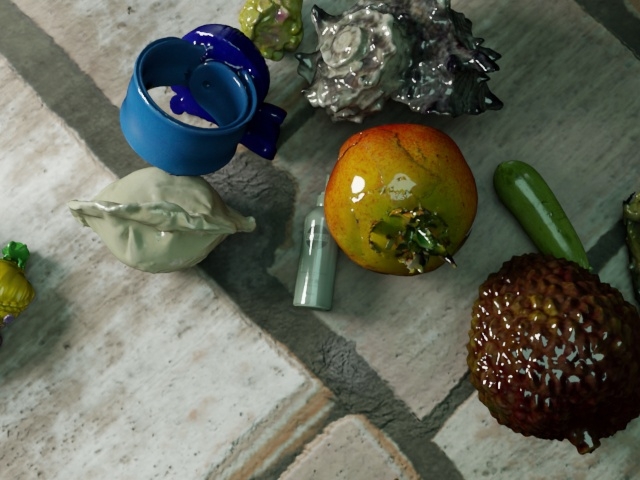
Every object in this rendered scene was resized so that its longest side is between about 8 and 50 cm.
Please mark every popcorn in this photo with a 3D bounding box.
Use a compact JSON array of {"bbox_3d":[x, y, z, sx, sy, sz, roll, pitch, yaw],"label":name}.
[{"bbox_3d":[-0.073,-0.323,1.258,0.097,0.109,0.089,-5,43,-34],"label":"popcorn"}]

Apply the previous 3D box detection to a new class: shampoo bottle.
[{"bbox_3d":[0.000,0.000,1.221,0.056,0.056,0.195,6,80,2],"label":"shampoo bottle"}]

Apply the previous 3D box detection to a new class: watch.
[{"bbox_3d":[-0.161,-0.178,1.164,0.196,0.171,0.200,30,47,8],"label":"watch"}]

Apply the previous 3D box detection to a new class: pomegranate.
[{"bbox_3d":[0.108,-0.050,1.142,0.210,0.235,0.210,-4,119,-8],"label":"pomegranate"}]

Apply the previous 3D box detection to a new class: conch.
[{"bbox_3d":[0.100,-0.245,1.180,0.313,0.186,0.240,23,57,20],"label":"conch"}]

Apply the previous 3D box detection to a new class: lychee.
[{"bbox_3d":[0.300,0.140,1.111,0.236,0.236,0.271,-17,56,-2],"label":"lychee"}]

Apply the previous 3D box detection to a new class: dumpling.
[{"bbox_3d":[-0.221,-0.029,1.157,0.258,0.193,0.147,6,89,14],"label":"dumpling"}]

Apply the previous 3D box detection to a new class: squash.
[{"bbox_3d":[0.314,-0.028,1.216,0.066,0.066,0.201,-34,82,-5],"label":"squash"}]

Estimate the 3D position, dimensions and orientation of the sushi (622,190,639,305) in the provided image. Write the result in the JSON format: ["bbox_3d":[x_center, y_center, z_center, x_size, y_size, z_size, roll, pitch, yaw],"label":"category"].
[{"bbox_3d":[0.502,0.061,1.171,0.139,0.131,0.291,-9,72,0],"label":"sushi"}]

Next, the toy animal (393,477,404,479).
[{"bbox_3d":[0.099,0.473,1.111,0.284,0.225,0.302,-15,59,1],"label":"toy animal"}]

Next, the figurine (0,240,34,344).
[{"bbox_3d":[-0.446,0.071,1.185,0.095,0.115,0.156,28,80,-5],"label":"figurine"}]
